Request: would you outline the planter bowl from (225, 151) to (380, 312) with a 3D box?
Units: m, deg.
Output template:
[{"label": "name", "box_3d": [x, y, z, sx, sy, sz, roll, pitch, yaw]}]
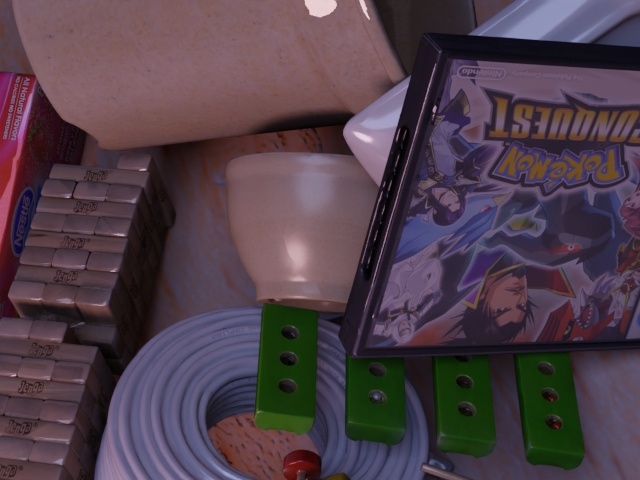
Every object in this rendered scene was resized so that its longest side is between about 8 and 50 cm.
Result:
[{"label": "planter bowl", "box_3d": [0.000, 0.000, 1.061, 0.162, 0.162, 0.109, 3, 81, 13]}]

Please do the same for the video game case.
[{"label": "video game case", "box_3d": [0.169, -0.024, 0.974, 0.275, 0.248, 0.035, 0, 33, -24]}]

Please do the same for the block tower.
[{"label": "block tower", "box_3d": [-0.208, 0.087, 1.096, 0.097, 0.091, 0.335, 5, 58, 12]}]

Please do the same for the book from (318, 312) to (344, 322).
[{"label": "book", "box_3d": [0.058, 0.008, 1.144, 0.144, 0.035, 0.096, -14, 76, 11]}]

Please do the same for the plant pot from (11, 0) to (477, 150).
[{"label": "plant pot", "box_3d": [-0.067, -0.214, 1.097, 0.305, 0.334, 0.334, -12, 75, 21]}]

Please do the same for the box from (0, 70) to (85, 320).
[{"label": "box", "box_3d": [-0.305, -0.015, 1.181, 0.128, 0.122, 0.257, 7, 79, 13]}]

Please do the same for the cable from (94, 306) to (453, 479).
[{"label": "cable", "box_3d": [-0.043, 0.164, 1.040, 0.257, 0.089, 0.257, 35, 47, 21]}]

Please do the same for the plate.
[{"label": "plate", "box_3d": [0.192, -0.070, 1.013, 0.277, 0.278, 0.045, -36, 43, 2]}]

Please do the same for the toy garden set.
[{"label": "toy garden set", "box_3d": [0.070, 0.151, 0.986, 0.244, 0.049, 0.204, 9, 43, -7]}]
